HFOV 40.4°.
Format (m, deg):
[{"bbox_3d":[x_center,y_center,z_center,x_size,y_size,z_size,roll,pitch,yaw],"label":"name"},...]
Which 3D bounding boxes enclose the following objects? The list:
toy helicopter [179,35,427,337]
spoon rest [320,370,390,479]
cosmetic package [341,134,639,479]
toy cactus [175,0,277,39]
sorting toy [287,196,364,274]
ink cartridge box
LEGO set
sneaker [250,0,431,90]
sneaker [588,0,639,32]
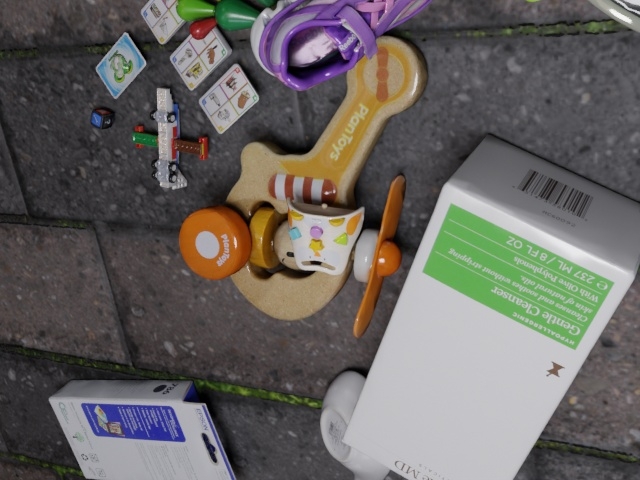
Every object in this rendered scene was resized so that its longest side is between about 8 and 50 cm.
[{"bbox_3d":[0.018,-0.056,0.960,0.235,0.140,0.355,38,116,15],"label":"toy helicopter"},{"bbox_3d":[0.040,0.295,1.161,0.137,0.084,0.276,43,131,42],"label":"spoon rest"},{"bbox_3d":[0.179,0.100,0.931,0.197,0.155,0.365,26,124,14],"label":"cosmetic package"},{"bbox_3d":[-0.059,-0.260,0.917,0.219,0.112,0.180,-27,110,27],"label":"toy cactus"},{"bbox_3d":[0.000,0.000,0.911,0.083,0.045,0.075,8,119,12],"label":"sorting toy"},{"bbox_3d":[-0.263,0.300,1.351,0.332,0.065,0.165,-4,113,33],"label":"ink cartridge box"},{"bbox_3d":[-0.186,-0.180,1.072,0.244,0.060,0.182,-37,84,35],"label":"LEGO set"},{"bbox_3d":[0.038,-0.219,0.832,0.236,0.104,0.095,-33,119,15],"label":"sneaker"},{"bbox_3d":[0.326,-0.222,0.727,0.222,0.083,0.118,24,121,5],"label":"sneaker"}]
